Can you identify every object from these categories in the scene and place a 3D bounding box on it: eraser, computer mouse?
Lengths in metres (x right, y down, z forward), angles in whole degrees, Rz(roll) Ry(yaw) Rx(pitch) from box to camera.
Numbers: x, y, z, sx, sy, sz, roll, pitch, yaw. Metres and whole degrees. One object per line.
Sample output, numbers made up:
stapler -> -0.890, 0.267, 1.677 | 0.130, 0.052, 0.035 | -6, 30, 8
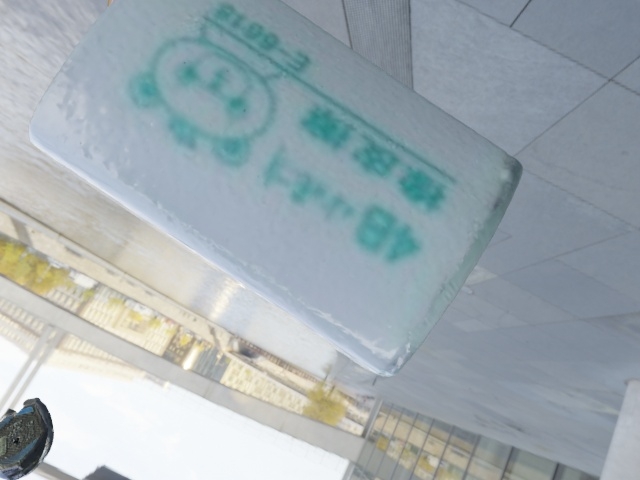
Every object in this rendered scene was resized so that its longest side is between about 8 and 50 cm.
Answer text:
eraser -> -0.023, -0.057, 0.353 | 0.289, 0.189, 0.104 | 33, 171, -1
computer mouse -> -0.401, 0.270, 0.659 | 0.135, 0.079, 0.047 | 38, 150, 48

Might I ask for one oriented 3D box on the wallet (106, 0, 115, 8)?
wallet -> -0.172, -0.256, 0.567 | 0.041, 0.195, 0.161 | 33, 127, 5
